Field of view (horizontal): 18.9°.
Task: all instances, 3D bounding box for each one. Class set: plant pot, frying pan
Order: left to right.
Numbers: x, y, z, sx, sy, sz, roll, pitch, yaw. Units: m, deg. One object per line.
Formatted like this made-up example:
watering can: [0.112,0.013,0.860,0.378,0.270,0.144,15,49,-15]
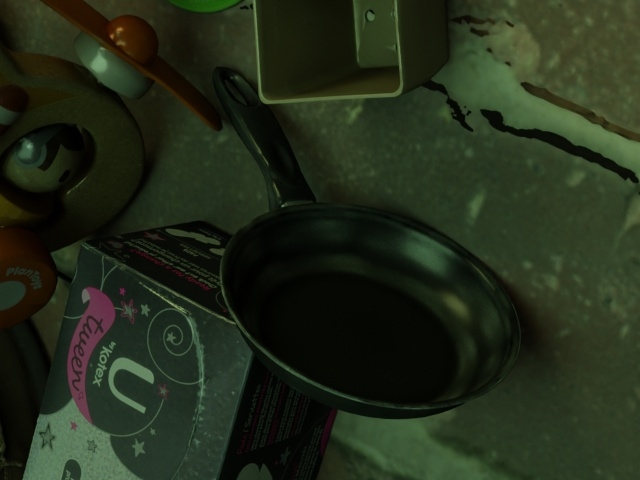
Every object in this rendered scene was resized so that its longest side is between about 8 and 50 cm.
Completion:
frying pan: [-0.017,0.011,1.249,0.326,0.197,0.053,36,130,25]
plant pot: [0.028,-0.147,1.251,0.109,0.096,0.109,-1,95,33]

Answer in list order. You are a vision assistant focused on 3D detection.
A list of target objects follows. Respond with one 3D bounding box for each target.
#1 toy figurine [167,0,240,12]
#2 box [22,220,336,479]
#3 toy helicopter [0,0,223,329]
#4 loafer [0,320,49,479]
toy figurine: [-0.139,-0.234,1.310,0.173,0.159,0.130,46,117,20]
box: [-0.099,0.133,1.342,0.163,0.142,0.247,26,109,27]
toy helicopter: [-0.211,-0.108,1.292,0.235,0.355,0.140,-28,55,-3]
loafer: [-0.270,0.175,1.466,0.134,0.130,0.366,-30,80,32]
